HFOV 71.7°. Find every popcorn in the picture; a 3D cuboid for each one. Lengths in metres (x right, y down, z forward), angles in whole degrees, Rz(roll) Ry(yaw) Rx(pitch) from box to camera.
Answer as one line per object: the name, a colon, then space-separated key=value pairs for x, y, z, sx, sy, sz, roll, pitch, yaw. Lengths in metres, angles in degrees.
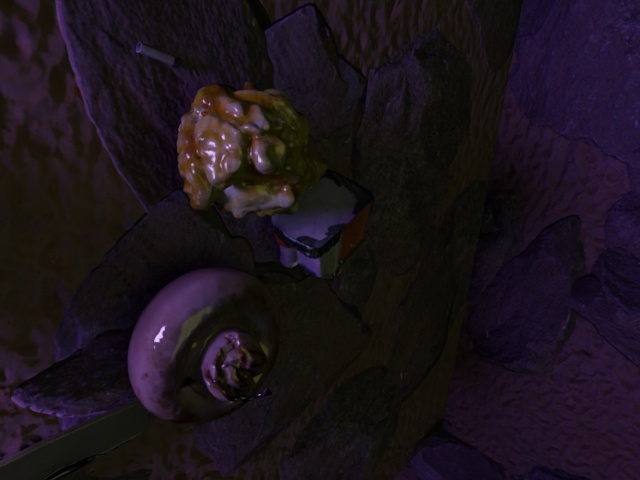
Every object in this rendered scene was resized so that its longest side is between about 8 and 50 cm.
popcorn: x=-0.142 y=-0.169 z=0.899 sx=0.279 sy=0.275 sz=0.335 roll=-26 pitch=178 yaw=5

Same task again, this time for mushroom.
mushroom: x=-0.225 y=0.240 z=0.975 sx=0.362 sy=0.294 sz=0.363 roll=-21 pitch=121 yaw=-40

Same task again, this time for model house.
model house: x=0.000 y=0.000 z=1.252 sx=0.271 sy=0.190 sz=0.301 roll=-44 pitch=150 yaw=-32

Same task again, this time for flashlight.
flashlight: x=-0.304 y=-0.349 z=0.835 sx=0.083 sy=0.018 sz=0.018 roll=4 pitch=102 yaw=-50

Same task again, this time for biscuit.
biscuit: x=-0.520 y=0.435 z=0.932 sx=0.322 sy=0.038 sz=0.099 roll=-16 pitch=115 yaw=-43
